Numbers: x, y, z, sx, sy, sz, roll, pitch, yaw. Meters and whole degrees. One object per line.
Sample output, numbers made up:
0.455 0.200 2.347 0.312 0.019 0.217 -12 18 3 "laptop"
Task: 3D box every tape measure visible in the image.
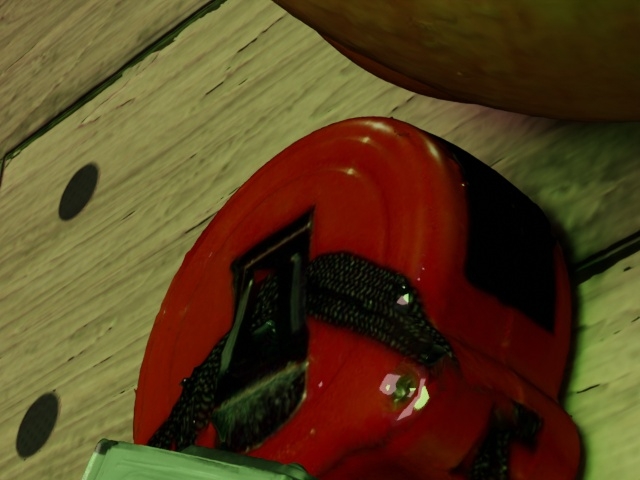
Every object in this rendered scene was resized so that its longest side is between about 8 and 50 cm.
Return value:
0.004 0.066 0.896 0.253 0.114 0.260 -35 39 33 "tape measure"

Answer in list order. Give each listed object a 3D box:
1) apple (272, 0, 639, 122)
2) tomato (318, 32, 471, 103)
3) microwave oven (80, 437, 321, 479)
0.092 -0.216 0.573 0.364 0.364 0.364 -35 39 34 "apple"
0.091 -0.189 0.865 0.256 0.224 0.256 -3 82 21 "tomato"
0.007 0.171 0.711 0.162 0.208 0.122 0 64 54 "microwave oven"
